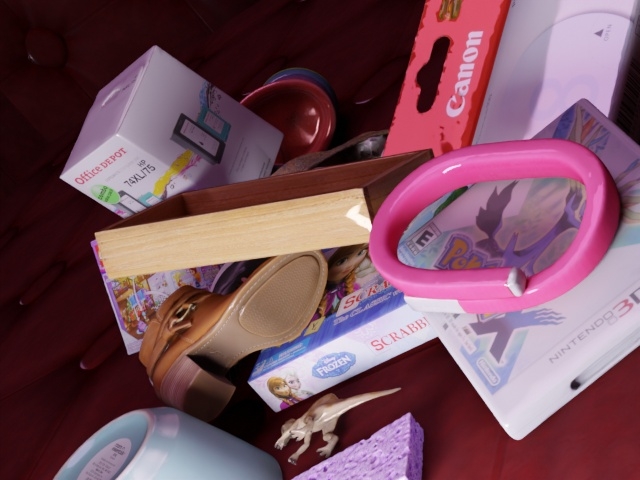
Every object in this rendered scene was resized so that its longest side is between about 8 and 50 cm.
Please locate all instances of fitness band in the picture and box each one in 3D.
[{"bbox_3d":[0.183,-0.020,1.518,0.291,0.054,0.209,-2,53,39],"label":"fitness band"}]

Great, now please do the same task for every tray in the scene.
[{"bbox_3d":[-0.068,-0.031,1.817,0.411,0.076,0.203,-7,13,31],"label":"tray"}]

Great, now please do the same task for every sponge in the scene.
[{"bbox_3d":[0.019,0.276,1.512,0.210,0.031,0.117,-32,21,22],"label":"sponge"}]

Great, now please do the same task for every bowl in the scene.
[{"bbox_3d":[-0.214,0.319,1.660,0.311,0.163,0.311,-35,21,16],"label":"bowl"}]

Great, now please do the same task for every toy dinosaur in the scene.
[{"bbox_3d":[0.002,0.211,1.654,0.183,0.053,0.092,-27,22,34],"label":"toy dinosaur"}]

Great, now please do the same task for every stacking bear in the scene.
[{"bbox_3d":[-0.047,-0.249,2.609,0.164,0.175,0.289,-39,12,11],"label":"stacking bear"}]

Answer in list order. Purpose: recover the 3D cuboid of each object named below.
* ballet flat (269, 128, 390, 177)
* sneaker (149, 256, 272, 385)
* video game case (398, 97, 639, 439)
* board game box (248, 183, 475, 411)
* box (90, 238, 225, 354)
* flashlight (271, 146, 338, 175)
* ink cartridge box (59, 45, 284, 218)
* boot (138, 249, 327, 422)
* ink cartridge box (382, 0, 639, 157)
[{"bbox_3d":[0.029,-0.084,2.062,0.123,0.123,0.348,-21,7,44],"label":"ballet flat"},{"bbox_3d":[-0.125,0.126,2.008,0.295,0.104,0.147,-49,21,0],"label":"sneaker"},{"bbox_3d":[0.248,0.017,1.496,0.300,0.036,0.329,-39,37,4],"label":"video game case"},{"bbox_3d":[0.079,0.049,1.840,0.319,0.066,0.318,-29,22,32],"label":"board game box"},{"bbox_3d":[-0.234,0.053,2.224,0.293,0.200,0.057,-21,-3,44],"label":"box"},{"bbox_3d":[-0.033,-0.097,2.325,0.304,0.103,0.103,-9,63,55],"label":"flashlight"},{"bbox_3d":[-0.243,-0.140,2.288,0.198,0.270,0.197,-28,36,48],"label":"ink cartridge box"},{"bbox_3d":[-0.125,0.099,1.856,0.283,0.109,0.220,-56,28,-1],"label":"boot"},{"bbox_3d":[0.245,-0.237,1.789,0.385,0.091,0.308,3,70,39],"label":"ink cartridge box"}]
